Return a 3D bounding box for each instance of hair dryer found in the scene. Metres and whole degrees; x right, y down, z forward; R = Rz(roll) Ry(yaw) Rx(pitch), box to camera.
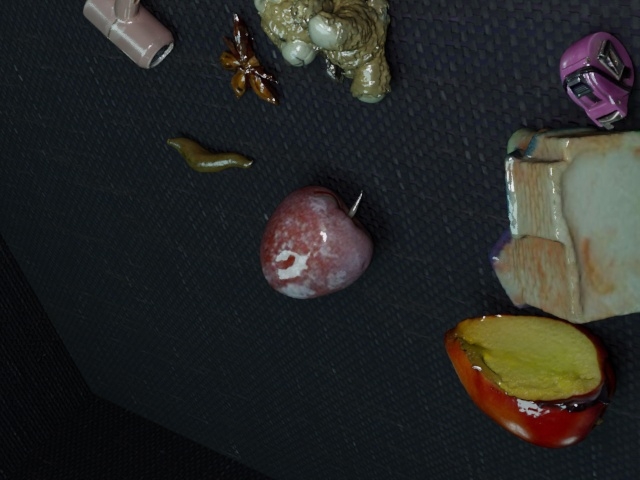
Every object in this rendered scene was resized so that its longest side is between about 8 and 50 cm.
[{"bbox_3d":[-0.387,-0.497,1.867,0.189,0.107,0.344,43,160,0],"label":"hair dryer"}]

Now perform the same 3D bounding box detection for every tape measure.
[{"bbox_3d":[0.422,-0.248,1.362,0.125,0.118,0.074,37,148,-22],"label":"tape measure"}]

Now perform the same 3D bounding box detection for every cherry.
[{"bbox_3d":[0.000,0.000,1.969,0.236,0.285,0.213,44,-175,24],"label":"cherry"}]

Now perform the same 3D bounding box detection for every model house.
[{"bbox_3d":[0.419,-0.039,1.525,0.280,0.245,0.312,-159,60,-72],"label":"model house"}]

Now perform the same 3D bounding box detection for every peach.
[{"bbox_3d":[0.414,0.290,1.820,0.361,0.258,0.201,16,132,29],"label":"peach"}]

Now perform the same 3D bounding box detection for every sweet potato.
[{"bbox_3d":[-0.264,-0.193,2.167,0.249,0.059,0.069,19,102,30],"label":"sweet potato"}]

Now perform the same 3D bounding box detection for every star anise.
[{"bbox_3d":[-0.162,-0.359,1.889,0.157,0.053,0.212,-11,121,50],"label":"star anise"}]

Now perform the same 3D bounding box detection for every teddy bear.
[{"bbox_3d":[0.000,-0.377,1.618,0.256,0.156,0.267,17,168,27],"label":"teddy bear"}]
